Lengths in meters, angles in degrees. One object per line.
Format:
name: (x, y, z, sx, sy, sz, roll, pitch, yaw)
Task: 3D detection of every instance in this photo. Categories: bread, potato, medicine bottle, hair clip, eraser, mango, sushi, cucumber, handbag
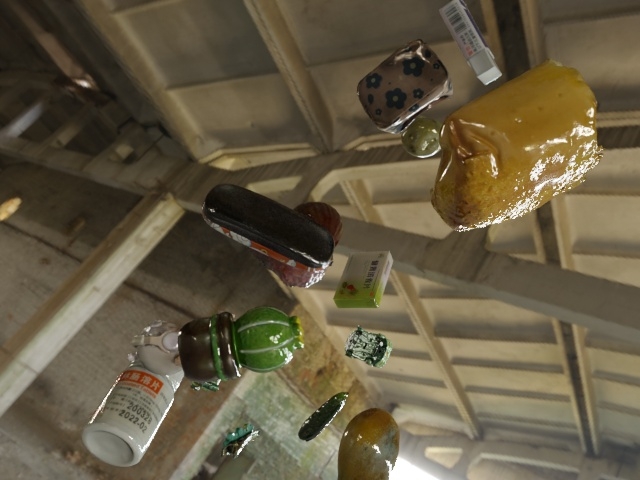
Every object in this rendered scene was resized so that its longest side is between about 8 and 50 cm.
bread: (0.442, -0.177, 1.337, 0.250, 0.394, 0.361, 57, -8, 28)
potato: (0.356, -0.374, 2.007, 0.157, 0.157, 0.194, 52, 12, -31)
medicine bottle: (-0.412, 0.366, 1.288, 0.145, 0.252, 0.144, 7, -58, 12)
hair clip: (-0.167, 0.413, 1.185, 0.049, 0.049, 0.173, 32, 2, 13)
eraser: (0.399, -0.523, 1.503, 0.068, 0.124, 0.210, -29, -99, 23)
mango: (0.134, 0.654, 1.688, 0.193, 0.316, 0.146, 35, -26, -25)
sushi: (-0.091, 0.041, 1.499, 0.241, 0.161, 0.107, 5, -45, -8)
cucumber: (0.012, 0.580, 1.889, 0.069, 0.227, 0.069, 42, 7, -6)
handbag: (0.255, -0.439, 1.686, 0.190, 0.251, 0.193, 59, 17, 17)

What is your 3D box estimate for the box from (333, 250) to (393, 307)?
box: (0.172, 0.153, 2.254, 0.175, 0.260, 0.062, -3, -48, 28)

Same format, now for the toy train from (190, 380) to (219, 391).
toy train: (-0.206, 0.237, 1.099, 0.050, 0.122, 0.081, 36, -17, -33)

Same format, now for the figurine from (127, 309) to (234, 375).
figurine: (-0.305, 0.223, 1.246, 0.237, 0.141, 0.162, -4, -20, 11)

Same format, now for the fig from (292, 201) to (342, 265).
fig: (0.000, 0.000, 2.026, 0.217, 0.217, 0.321, 57, 1, -38)

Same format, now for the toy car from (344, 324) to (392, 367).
toy car: (0.130, 0.286, 1.528, 0.058, 0.093, 0.186, 30, -12, -24)

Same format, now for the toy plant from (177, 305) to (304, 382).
toy plant: (-0.103, 0.137, 0.763, 0.093, 0.162, 0.092, 168, -90, -87)

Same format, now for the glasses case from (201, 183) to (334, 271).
glasses case: (-0.099, -0.026, 1.101, 0.267, 0.103, 0.067, 26, -44, -3)
